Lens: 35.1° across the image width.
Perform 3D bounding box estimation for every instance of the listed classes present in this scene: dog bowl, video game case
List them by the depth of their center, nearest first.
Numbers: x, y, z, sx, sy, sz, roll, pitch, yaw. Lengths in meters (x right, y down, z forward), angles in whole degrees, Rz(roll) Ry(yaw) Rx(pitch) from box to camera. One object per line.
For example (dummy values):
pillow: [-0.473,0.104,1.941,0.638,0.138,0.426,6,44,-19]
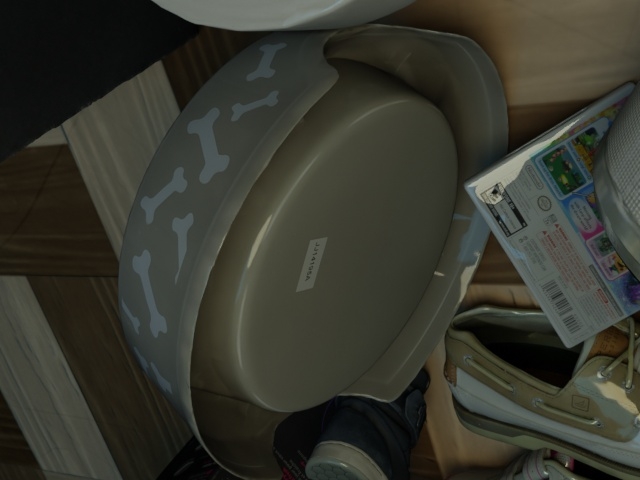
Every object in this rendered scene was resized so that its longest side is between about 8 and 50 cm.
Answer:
dog bowl: [0.000,0.000,0.742,0.102,0.348,0.349,28,133,32]
video game case: [0.209,-0.016,0.759,0.143,0.019,0.157,-32,102,13]

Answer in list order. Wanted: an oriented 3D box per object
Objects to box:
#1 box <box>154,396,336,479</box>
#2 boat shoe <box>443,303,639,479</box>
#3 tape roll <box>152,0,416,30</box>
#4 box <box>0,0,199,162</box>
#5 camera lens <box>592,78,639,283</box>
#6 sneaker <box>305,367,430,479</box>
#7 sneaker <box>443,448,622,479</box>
box: [-0.062,0.264,1.002,0.143,0.270,0.165,-29,102,42]
boat shoe: [0.234,0.117,0.815,0.302,0.113,0.103,1,127,34]
tape roll: [-0.022,-0.264,0.585,0.286,0.100,0.286,7,105,26]
box: [-0.410,-0.333,0.791,0.479,0.297,0.472,8,123,30]
camera lens: [0.300,-0.076,0.561,0.219,0.219,0.274,32,133,10]
sneaker: [0.071,0.214,0.968,0.086,0.163,0.226,-4,130,25]
sneaker: [0.216,0.219,0.917,0.252,0.103,0.111,-10,111,30]
